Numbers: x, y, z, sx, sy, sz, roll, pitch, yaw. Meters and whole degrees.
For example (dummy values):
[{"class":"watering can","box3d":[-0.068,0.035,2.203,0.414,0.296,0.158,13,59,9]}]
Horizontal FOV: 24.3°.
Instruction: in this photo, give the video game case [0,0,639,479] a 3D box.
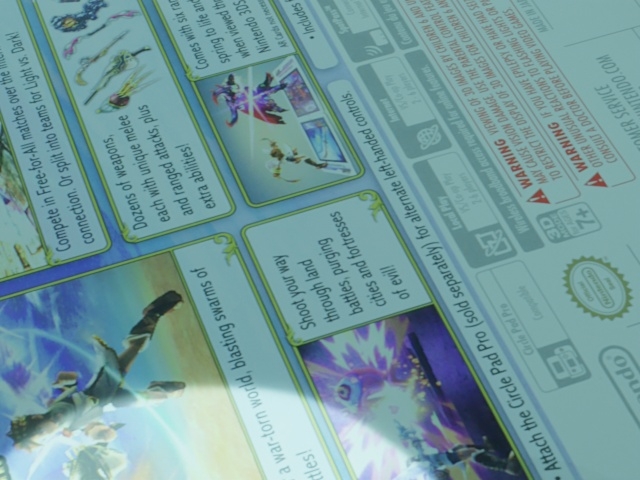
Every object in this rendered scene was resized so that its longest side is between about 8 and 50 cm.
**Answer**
[{"class":"video game case","box3d":[0.000,0.000,0.424,0.061,0.244,0.269,90,160,-49]}]
